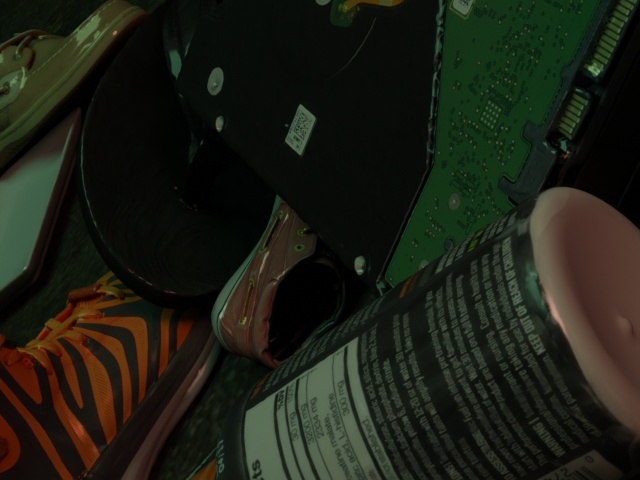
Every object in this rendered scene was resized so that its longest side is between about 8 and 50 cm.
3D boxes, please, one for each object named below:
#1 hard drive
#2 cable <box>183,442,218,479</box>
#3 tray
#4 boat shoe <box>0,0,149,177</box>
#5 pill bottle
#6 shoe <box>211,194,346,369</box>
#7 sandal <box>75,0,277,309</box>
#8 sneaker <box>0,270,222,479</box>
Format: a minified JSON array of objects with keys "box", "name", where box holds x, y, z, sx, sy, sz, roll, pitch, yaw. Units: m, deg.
[{"box":[0.050,-0.113,0.835,0.339,0.064,0.237,45,119,49],"name":"hard drive"},{"box":[-0.078,0.185,0.885,0.287,0.072,0.139,-46,4,-18],"name":"cable"},{"box":[-0.301,-0.015,1.554,0.145,0.030,0.270,-38,27,29],"name":"tray"},{"box":[-0.317,-0.166,1.653,0.341,0.110,0.121,-36,2,34],"name":"boat shoe"},{"box":[0.043,0.090,0.676,0.245,0.130,0.130,-35,28,31],"name":"pill bottle"},{"box":[0.000,0.000,0.971,0.178,0.063,0.081,-60,26,-6],"name":"shoe"},{"box":[-0.040,-0.156,1.101,0.446,0.167,0.107,-65,2,-29],"name":"sandal"},{"box":[-0.178,0.073,1.026,0.124,0.180,0.321,-25,35,45],"name":"sneaker"}]
